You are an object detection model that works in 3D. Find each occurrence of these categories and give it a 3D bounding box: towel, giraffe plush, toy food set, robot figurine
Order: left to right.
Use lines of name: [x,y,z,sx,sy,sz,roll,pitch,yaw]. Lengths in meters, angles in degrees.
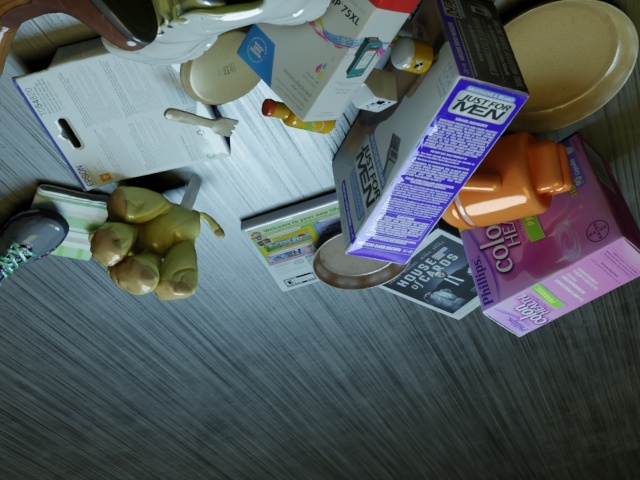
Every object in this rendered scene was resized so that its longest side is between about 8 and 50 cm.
towel: [-0.396,-0.027,1.345,0.113,0.023,0.152,13,139,-22]
giraffe plush: [-0.269,0.008,1.309,0.181,0.210,0.170,46,139,-14]
toy food set: [-0.121,-0.228,1.106,0.132,0.038,0.192,9,127,-44]
toy food set: [0.025,-0.220,1.090,0.105,0.111,0.232,5,165,-35]
robot figurine: [0.257,-0.088,1.294,0.219,0.158,0.128,-14,120,32]

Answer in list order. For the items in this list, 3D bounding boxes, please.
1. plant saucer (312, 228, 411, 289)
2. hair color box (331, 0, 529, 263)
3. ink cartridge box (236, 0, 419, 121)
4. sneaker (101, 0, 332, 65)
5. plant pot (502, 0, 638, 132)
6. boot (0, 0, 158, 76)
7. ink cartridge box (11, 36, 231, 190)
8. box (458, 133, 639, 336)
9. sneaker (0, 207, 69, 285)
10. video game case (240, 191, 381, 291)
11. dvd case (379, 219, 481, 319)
plant saucer: [0.068,0.024,1.452,0.169,0.029,0.168,-6,142,-5]
hair color box: [0.131,-0.144,1.170,0.110,0.185,0.338,11,137,-22]
ink cartridge box: [0.018,-0.267,0.999,0.078,0.134,0.231,-13,144,-53]
sneaker: [-0.136,-0.269,0.961,0.297,0.111,0.129,-12,-175,29]
plant pot: [0.319,-0.245,1.206,0.236,0.032,0.236,-5,142,-4]
boot: [-0.342,-0.235,0.966,0.264,0.096,0.280,39,125,-11]
ink cartridge box: [-0.258,-0.176,1.164,0.224,0.045,0.223,-13,140,5]
box: [0.358,-0.006,1.364,0.243,0.213,0.117,-33,136,28]
sneaker: [-0.470,0.032,1.313,0.224,0.098,0.083,-24,132,30]
video game case: [0.000,0.000,1.452,0.213,0.023,0.193,-17,141,11]
dvd case: [0.230,0.057,1.565,0.239,0.029,0.179,22,131,-34]
